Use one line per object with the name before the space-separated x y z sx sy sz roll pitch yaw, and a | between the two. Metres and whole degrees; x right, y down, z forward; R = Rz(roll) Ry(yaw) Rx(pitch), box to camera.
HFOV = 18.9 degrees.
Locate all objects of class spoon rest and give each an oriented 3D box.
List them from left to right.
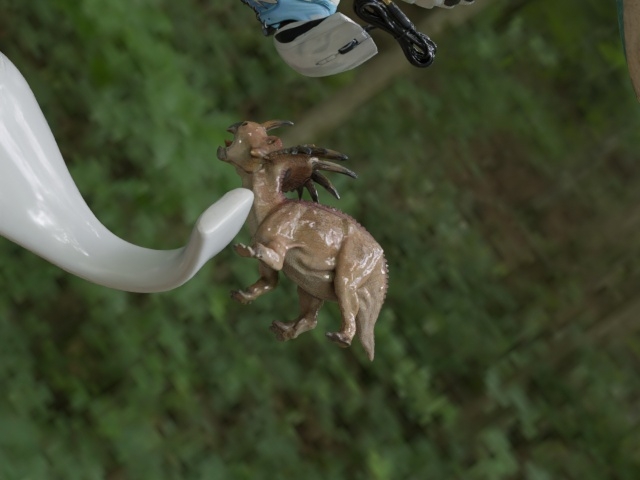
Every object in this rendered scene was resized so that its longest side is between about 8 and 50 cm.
spoon rest | -0.175 -0.046 1.112 0.276 0.137 0.084 28 -53 16

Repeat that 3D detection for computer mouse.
computer mouse | 0.022 -0.205 2.032 0.193 0.042 0.106 -12 -42 45

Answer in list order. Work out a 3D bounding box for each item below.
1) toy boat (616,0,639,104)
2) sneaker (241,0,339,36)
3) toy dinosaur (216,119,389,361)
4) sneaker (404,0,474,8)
toy boat | 0.328 -0.210 1.346 0.148 0.318 0.267 41 -26 43
sneaker | -0.063 -0.263 2.114 0.162 0.073 0.063 17 9 13
toy dinosaur | 0.000 0.000 2.152 0.295 0.200 0.127 42 -28 -16
sneaker | 0.140 -0.274 1.555 0.118 0.292 0.110 53 -38 19
